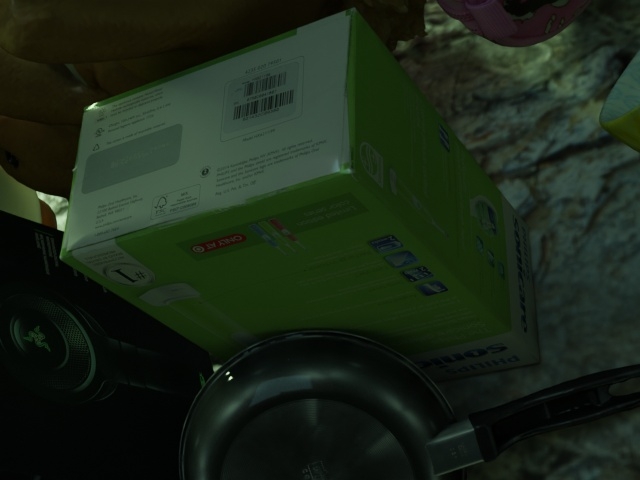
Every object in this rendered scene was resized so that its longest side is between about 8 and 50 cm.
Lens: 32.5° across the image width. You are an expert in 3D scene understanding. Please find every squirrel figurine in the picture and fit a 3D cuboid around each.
[{"bbox_3d":[-0.126,-0.157,0.897,0.370,0.397,0.281,-51,49,51],"label":"squirrel figurine"}]

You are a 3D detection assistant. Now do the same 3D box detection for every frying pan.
[{"bbox_3d":[0.064,0.164,0.728,0.326,0.053,0.197,6,102,5],"label":"frying pan"}]

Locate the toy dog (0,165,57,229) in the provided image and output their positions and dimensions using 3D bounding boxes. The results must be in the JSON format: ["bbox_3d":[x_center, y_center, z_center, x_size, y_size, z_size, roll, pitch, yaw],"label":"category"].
[{"bbox_3d":[-0.423,0.070,0.995,0.395,0.284,0.408,14,70,38],"label":"toy dog"}]

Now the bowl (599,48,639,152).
[{"bbox_3d":[0.326,-0.130,0.666,0.156,0.289,0.289,41,90,0],"label":"bowl"}]

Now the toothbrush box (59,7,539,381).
[{"bbox_3d":[0.000,0.000,0.744,0.206,0.283,0.122,-15,55,27],"label":"toothbrush box"}]

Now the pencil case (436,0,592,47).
[{"bbox_3d":[0.099,-0.325,0.958,0.386,0.160,0.167,54,135,41],"label":"pencil case"}]

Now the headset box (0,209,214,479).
[{"bbox_3d":[-0.206,0.119,0.825,0.131,0.283,0.246,-44,45,25],"label":"headset box"}]
